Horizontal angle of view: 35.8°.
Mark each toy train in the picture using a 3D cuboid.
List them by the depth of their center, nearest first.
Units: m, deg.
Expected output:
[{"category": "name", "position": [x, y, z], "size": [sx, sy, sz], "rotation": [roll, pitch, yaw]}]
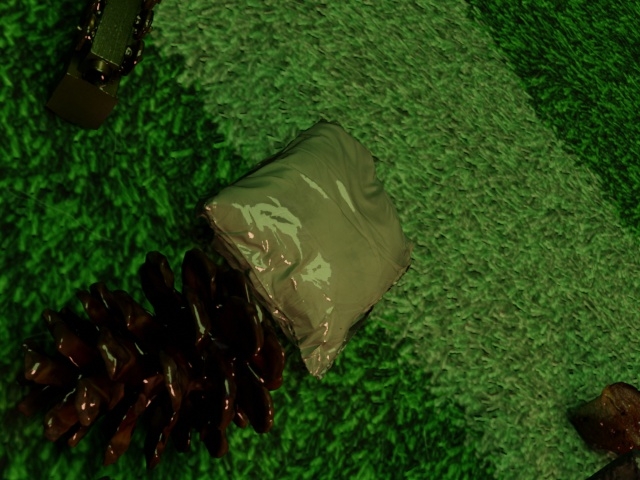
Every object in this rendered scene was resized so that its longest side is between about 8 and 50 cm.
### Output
[{"category": "toy train", "position": [-0.275, -0.263, 1.274], "size": [0.090, 0.137, 0.226], "rotation": [26, 49, -22]}]

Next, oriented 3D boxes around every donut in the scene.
[{"category": "donut", "position": [0.539, 0.346, 1.648], "size": [0.295, 0.112, 0.151], "rotation": [56, 43, -3]}]

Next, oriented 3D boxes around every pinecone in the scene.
[{"category": "pinecone", "position": [-0.174, 0.131, 1.078], "size": [0.309, 0.244, 0.244], "rotation": [-15, 77, -28]}]

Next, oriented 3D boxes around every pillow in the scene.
[{"category": "pillow", "position": [0.000, 0.000, 1.364], "size": [0.310, 0.138, 0.283], "rotation": [-41, 105, -43]}]

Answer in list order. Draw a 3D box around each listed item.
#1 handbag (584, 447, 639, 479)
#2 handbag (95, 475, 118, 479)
[{"category": "handbag", "position": [0.470, 0.458, 1.480], "size": [0.088, 0.175, 0.270], "rotation": [-8, 71, -40]}, {"category": "handbag", "position": [-0.184, 0.443, 0.913], "size": [0.316, 0.180, 0.416], "rotation": [27, 48, 9]}]
